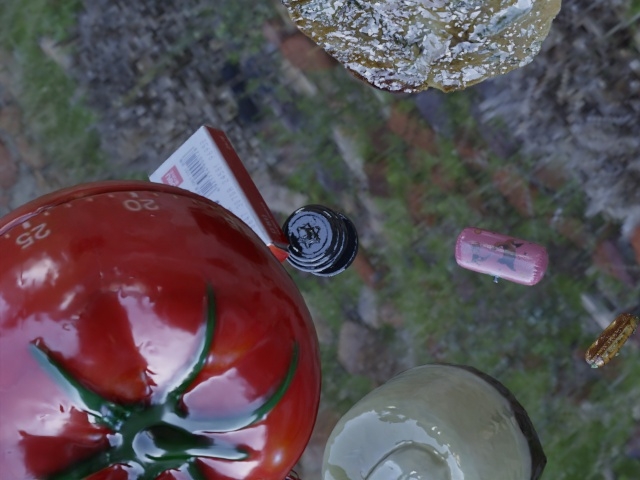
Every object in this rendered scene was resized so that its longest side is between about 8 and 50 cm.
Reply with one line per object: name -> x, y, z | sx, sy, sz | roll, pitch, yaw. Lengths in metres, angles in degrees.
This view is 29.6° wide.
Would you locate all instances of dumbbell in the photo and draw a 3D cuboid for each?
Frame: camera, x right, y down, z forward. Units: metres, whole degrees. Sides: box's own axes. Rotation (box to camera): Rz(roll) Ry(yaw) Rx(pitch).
dumbbell -> 0.000, 0.000, 1.745 | 0.099, 0.099, 0.208 | 49, -174, 13

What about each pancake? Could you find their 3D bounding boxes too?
pancake -> 0.126, -0.300, 1.488 | 0.356, 0.065, 0.356 | 5, 148, 3

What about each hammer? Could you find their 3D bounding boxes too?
hammer -> 0.161, 0.015, 1.080 | 0.083, 0.043, 0.043 | 15, 149, 15

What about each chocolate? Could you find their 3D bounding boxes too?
chocolate -> 0.148, 0.376, 1.917 | 0.314, 0.297, 0.326 | 30, 120, 25

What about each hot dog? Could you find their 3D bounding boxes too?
hot dog -> 0.487, 0.167, 2.014 | 0.037, 0.122, 0.049 | 52, 167, -23

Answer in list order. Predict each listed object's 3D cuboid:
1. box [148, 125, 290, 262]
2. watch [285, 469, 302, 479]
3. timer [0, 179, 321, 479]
box -> -0.141, -0.038, 1.688 | 0.050, 0.123, 0.229 | 15, -142, -56
watch -> -0.060, 0.458, 1.871 | 0.268, 0.102, 0.165 | -110, -6, -57
timer -> -0.191, 0.129, 1.148 | 0.279, 0.378, 0.378 | 43, 161, 54
